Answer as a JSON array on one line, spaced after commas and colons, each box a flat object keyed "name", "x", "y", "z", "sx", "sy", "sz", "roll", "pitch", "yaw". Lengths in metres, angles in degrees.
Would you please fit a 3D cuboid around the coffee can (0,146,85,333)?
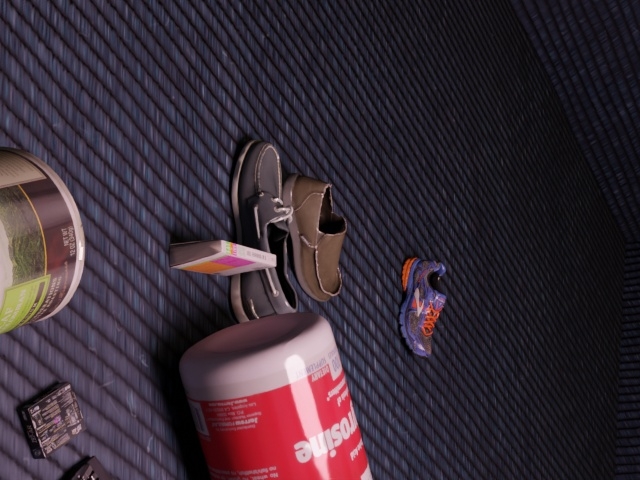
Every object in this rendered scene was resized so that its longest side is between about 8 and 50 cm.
[{"name": "coffee can", "x": -0.401, "y": 0.020, "z": 1.130, "sx": 0.275, "sy": 0.201, "sz": 0.201, "roll": -24, "pitch": 102, "yaw": -61}]

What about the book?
[{"name": "book", "x": -0.145, "y": 0.028, "z": 1.695, "sx": 0.144, "sy": 0.096, "sz": 0.035, "roll": 19, "pitch": 65, "yaw": -58}]

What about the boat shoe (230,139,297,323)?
[{"name": "boat shoe", "x": -0.078, "y": -0.018, "z": 1.826, "sx": 0.116, "sy": 0.099, "sz": 0.319, "roll": 31, "pitch": 55, "yaw": -54}]

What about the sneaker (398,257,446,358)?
[{"name": "sneaker", "x": 0.215, "y": 0.135, "z": 2.316, "sx": 0.083, "sy": 0.087, "sz": 0.221, "roll": 30, "pitch": 56, "yaw": -54}]

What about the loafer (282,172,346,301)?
[{"name": "loafer", "x": 0.000, "y": 0.000, "z": 1.952, "sx": 0.094, "sy": 0.087, "sz": 0.251, "roll": -60, "pitch": 142, "yaw": -49}]

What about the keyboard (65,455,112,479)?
[{"name": "keyboard", "x": -0.261, "y": 0.445, "z": 1.430, "sx": 0.317, "sy": 0.033, "sz": 0.201, "roll": 63, "pitch": 33, "yaw": -27}]

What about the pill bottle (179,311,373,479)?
[{"name": "pill bottle", "x": -0.047, "y": 0.328, "z": 1.644, "sx": 0.229, "sy": 0.229, "sz": 0.407, "roll": -33, "pitch": 110, "yaw": -59}]

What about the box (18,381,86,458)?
[{"name": "box", "x": -0.329, "y": 0.221, "z": 1.386, "sx": 0.083, "sy": 0.018, "sz": 0.067, "roll": -36, "pitch": 113, "yaw": -58}]
